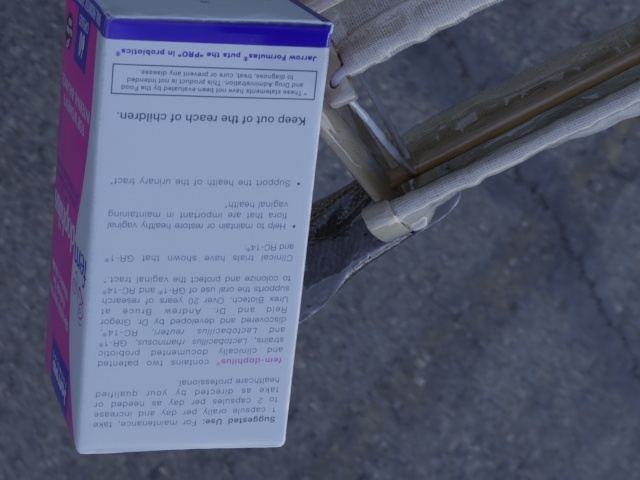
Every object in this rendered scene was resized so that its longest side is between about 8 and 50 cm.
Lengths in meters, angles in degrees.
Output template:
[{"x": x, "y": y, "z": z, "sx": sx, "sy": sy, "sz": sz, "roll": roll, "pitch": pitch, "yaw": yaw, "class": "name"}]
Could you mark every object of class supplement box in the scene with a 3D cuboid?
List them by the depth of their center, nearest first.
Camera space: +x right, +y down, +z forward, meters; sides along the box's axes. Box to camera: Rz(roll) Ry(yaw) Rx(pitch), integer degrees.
[{"x": -0.072, "y": -0.015, "z": 0.801, "sx": 0.114, "sy": 0.111, "sz": 0.220, "roll": -1, "pitch": 109, "yaw": -19, "class": "supplement box"}]

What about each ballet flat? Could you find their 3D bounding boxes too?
[{"x": 0.000, "y": 0.000, "z": 1.269, "sx": 0.250, "sy": 0.058, "sz": 0.084, "roll": -33, "pitch": 115, "yaw": -4, "class": "ballet flat"}]

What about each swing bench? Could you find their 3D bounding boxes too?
[{"x": 0.105, "y": -0.137, "z": 0.967, "sx": 0.253, "sy": 0.165, "sz": 0.254, "roll": -27, "pitch": 129, "yaw": 12, "class": "swing bench"}]
